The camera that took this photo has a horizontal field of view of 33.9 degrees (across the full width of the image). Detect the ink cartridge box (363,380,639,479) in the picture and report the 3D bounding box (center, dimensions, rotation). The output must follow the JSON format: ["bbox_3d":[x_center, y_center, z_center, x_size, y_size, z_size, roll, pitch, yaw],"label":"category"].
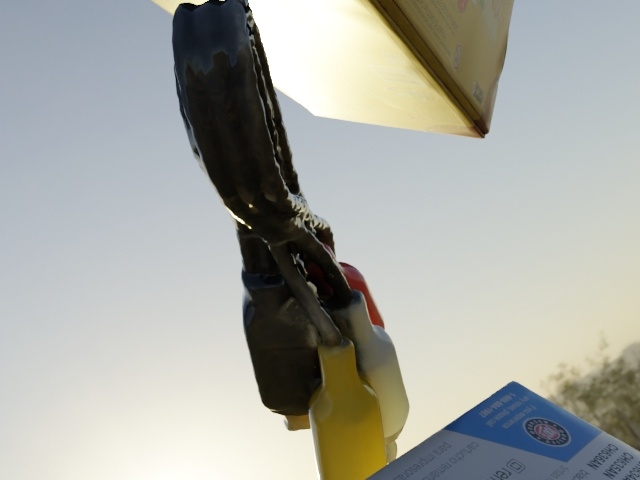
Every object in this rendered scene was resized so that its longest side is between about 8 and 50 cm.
[{"bbox_3d":[0.119,0.203,0.434,0.171,0.232,0.168,-15,-51,-55],"label":"ink cartridge box"}]

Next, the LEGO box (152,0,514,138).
[{"bbox_3d":[0.036,-0.319,0.826,0.500,0.193,0.372,21,-100,-71],"label":"LEGO box"}]

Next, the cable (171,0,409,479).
[{"bbox_3d":[0.000,0.000,0.444,0.072,0.139,0.287,-2,-41,4],"label":"cable"}]
